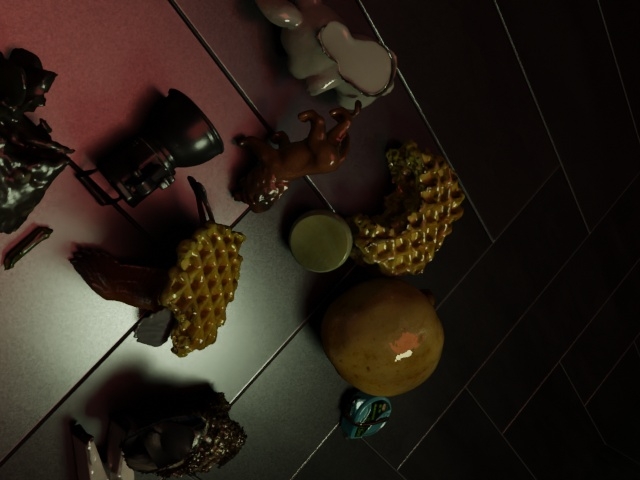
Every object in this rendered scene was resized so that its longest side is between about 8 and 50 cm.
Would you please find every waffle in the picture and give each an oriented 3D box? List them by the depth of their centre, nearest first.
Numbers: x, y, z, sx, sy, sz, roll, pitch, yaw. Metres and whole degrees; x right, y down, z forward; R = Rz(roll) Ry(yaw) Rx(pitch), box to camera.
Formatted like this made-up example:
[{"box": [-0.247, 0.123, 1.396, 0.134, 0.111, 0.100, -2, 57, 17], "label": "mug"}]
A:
[{"box": [-0.218, 0.092, 1.171, 0.291, 0.051, 0.291, 15, 90, -76], "label": "waffle"}, {"box": [0.199, -0.065, 1.517, 0.261, 0.151, 0.324, 41, 83, -34], "label": "waffle"}]

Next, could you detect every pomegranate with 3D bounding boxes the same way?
[{"box": [0.143, 0.228, 1.513, 0.307, 0.307, 0.307, -13, 114, -31], "label": "pomegranate"}]

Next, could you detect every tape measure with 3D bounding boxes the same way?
[{"box": [0.126, 0.462, 1.698, 0.146, 0.081, 0.125, 2, 109, -36], "label": "tape measure"}]

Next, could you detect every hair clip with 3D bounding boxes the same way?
[{"box": [-0.446, 0.528, 1.323, 0.101, 0.085, 0.330, -19, 116, -49], "label": "hair clip"}]

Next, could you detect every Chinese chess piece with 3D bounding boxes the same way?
[{"box": [0.000, 0.000, 1.414, 0.144, 0.058, 0.144, 1, 103, 6], "label": "Chinese chess piece"}]

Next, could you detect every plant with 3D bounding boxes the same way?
[{"box": [-0.499, -0.161, 0.976, 0.189, 0.199, 0.276, 16, 101, -44], "label": "plant"}]

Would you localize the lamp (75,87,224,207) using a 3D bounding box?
[{"box": [-0.301, -0.143, 1.126, 0.227, 0.172, 0.147, -44, 128, -16], "label": "lamp"}]

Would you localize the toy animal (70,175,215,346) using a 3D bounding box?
[{"box": [-0.278, 0.058, 1.248, 0.284, 0.225, 0.302, -50, 149, -11], "label": "toy animal"}]

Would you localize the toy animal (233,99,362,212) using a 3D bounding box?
[{"box": [-0.050, -0.162, 1.276, 0.097, 0.313, 0.157, -4, 77, -70], "label": "toy animal"}]

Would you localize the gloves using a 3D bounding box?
[{"box": [-0.275, 0.423, 1.353, 0.210, 0.135, 0.312, -41, 156, -8], "label": "gloves"}]

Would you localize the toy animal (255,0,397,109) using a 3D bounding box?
[{"box": [0.020, -0.396, 1.267, 0.208, 0.154, 0.325, -46, 122, -20], "label": "toy animal"}]

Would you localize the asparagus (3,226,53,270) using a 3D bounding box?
[{"box": [-0.522, 0.013, 1.120, 0.108, 0.025, 0.021, -45, 136, -13], "label": "asparagus"}]
